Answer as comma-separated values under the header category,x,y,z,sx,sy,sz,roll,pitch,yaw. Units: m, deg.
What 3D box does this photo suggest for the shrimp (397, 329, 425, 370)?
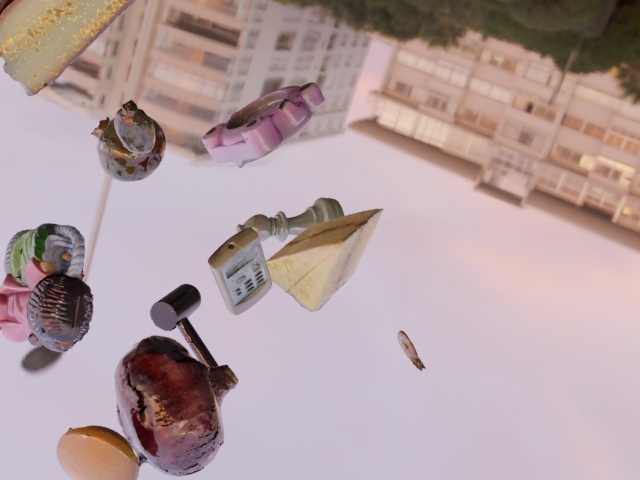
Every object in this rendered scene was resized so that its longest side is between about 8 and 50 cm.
category,x,y,z,sx,sy,sz,roll,pitch,yaw
shrimp,0.209,0.253,2.217,0.023,0.059,0.108,-25,-121,-18

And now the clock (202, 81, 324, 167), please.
category,x,y,z,sx,sy,sz,roll,pitch,yaw
clock,-0.124,-0.268,2.166,0.227,0.090,0.248,-1,-144,51

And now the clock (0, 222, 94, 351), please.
category,x,y,z,sx,sy,sz,roll,pitch,yaw
clock,-0.415,0.070,1.460,0.100,0.194,0.195,10,175,-41

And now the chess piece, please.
category,x,y,z,sx,sy,sz,roll,pitch,yaw
chess piece,-0.083,-0.034,2.415,0.271,0.139,0.139,-5,-154,-23

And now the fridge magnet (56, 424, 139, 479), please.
category,x,y,z,sx,sy,sz,roll,pitch,yaw
fridge magnet,-0.361,0.355,1.555,0.143,0.143,0.063,19,-144,1

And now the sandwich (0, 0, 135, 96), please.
category,x,y,z,sx,sy,sz,roll,pitch,yaw
sandwich,-0.240,-0.272,0.990,0.094,0.258,0.096,45,-172,-32

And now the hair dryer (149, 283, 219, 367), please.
category,x,y,z,sx,sy,sz,roll,pitch,yaw
hair dryer,-0.272,0.219,2.148,0.248,0.070,0.114,56,-145,-5

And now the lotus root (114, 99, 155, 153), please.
category,x,y,z,sx,sy,sz,roll,pitch,yaw
lotus root,-0.269,-0.163,1.375,0.054,0.099,0.049,28,-117,20

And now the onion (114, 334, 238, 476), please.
category,x,y,z,sx,sy,sz,roll,pitch,yaw
onion,-0.246,0.280,1.657,0.219,0.252,0.252,-26,-141,-22

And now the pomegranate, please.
category,x,y,z,sx,sy,sz,roll,pitch,yaw
pomegranate,-0.332,-0.166,1.652,0.130,0.130,0.130,17,-162,-6

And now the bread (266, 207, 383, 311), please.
category,x,y,z,sx,sy,sz,roll,pitch,yaw
bread,0.002,-0.001,2.037,0.163,0.264,0.167,39,-130,14

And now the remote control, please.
category,x,y,z,sx,sy,sz,roll,pitch,yaw
remote control,-0.139,0.060,1.694,0.038,0.098,0.233,45,165,22
